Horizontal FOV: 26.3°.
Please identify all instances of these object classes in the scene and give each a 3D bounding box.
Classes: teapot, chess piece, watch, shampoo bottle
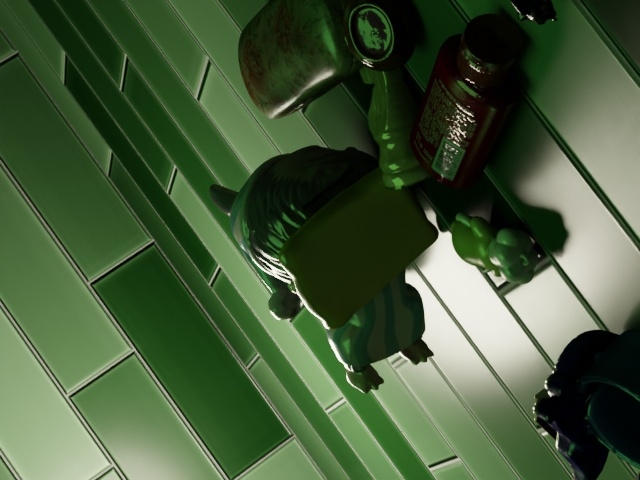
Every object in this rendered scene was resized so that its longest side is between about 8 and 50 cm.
[{"bbox_3d":[0.080,-0.288,1.806,0.098,0.078,0.129,-11,107,27],"label":"teapot"},{"bbox_3d":[0.103,-0.180,1.935,0.090,0.090,0.200,12,122,65],"label":"chess piece"},{"bbox_3d":[0.400,0.215,1.750,0.200,0.171,0.196,14,149,48],"label":"watch"},{"bbox_3d":[0.184,-0.173,1.720,0.118,0.076,0.314,51,162,15],"label":"shampoo bottle"}]

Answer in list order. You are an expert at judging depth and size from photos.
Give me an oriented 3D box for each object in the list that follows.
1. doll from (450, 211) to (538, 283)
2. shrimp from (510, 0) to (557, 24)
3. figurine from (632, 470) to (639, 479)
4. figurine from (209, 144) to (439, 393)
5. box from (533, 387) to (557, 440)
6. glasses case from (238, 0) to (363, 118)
[{"bbox_3d":[0.243,0.011,1.921,0.162,0.062,0.106,25,150,58],"label":"doll"},{"bbox_3d":[0.215,-0.363,1.331,0.233,0.071,0.365,27,142,46],"label":"shrimp"},{"bbox_3d":[0.447,0.446,1.942,0.224,0.205,0.382,23,145,38],"label":"figurine"},{"bbox_3d":[0.000,0.000,2.225,0.377,0.266,0.361,38,147,55],"label":"figurine"},{"bbox_3d":[0.369,0.276,2.108,0.083,0.035,0.079,44,159,33],"label":"box"},{"bbox_3d":[-0.033,-0.285,2.028,0.157,0.098,0.425,70,162,0],"label":"glasses case"}]
